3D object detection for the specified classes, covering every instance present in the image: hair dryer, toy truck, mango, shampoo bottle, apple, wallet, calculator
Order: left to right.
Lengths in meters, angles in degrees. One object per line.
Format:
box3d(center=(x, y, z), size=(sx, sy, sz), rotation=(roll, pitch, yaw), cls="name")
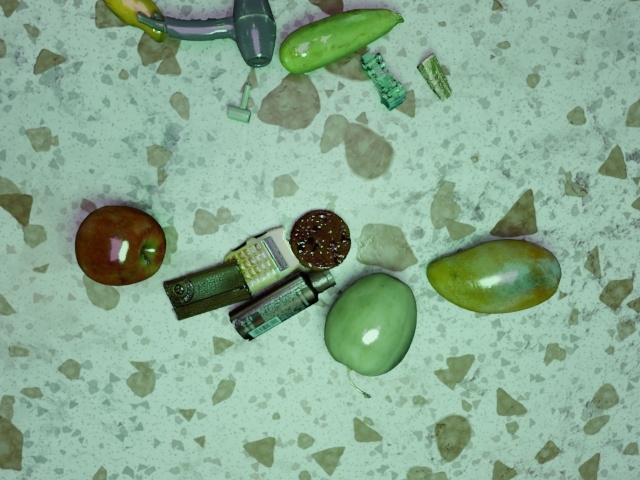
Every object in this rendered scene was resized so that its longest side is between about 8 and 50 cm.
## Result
box3d(center=(-0.556, 0.011, 1.124), size=(0.230, 0.230, 0.229), rotation=(0, 97, -4), cls="apple")
box3d(center=(-0.504, -0.629, 1.108), size=(0.190, 0.075, 0.098), rotation=(34, 116, -13), cls="mango")
box3d(center=(-0.306, -0.618, 1.089), size=(0.362, 0.121, 0.300), rotation=(-8, 90, -10), cls="hair dryer")
box3d(center=(-0.341, 0.152, 1.225), size=(0.243, 0.039, 0.132), rotation=(-17, 103, 7), cls="wallet")
box3d(center=(-0.225, -0.408, 1.176), size=(0.063, 0.038, 0.124), rotation=(13, 91, -5), cls="hair dryer")
box3d(center=(-0.182, 0.064, 1.240), size=(0.237, 0.033, 0.157), rotation=(-28, 99, 3), cls="calculator")
box3d(center=(-0.108, 0.180, 1.227), size=(0.323, 0.084, 0.129), rotation=(-31, 124, 1), cls="shampoo bottle")
box3d(center=(0.177, -0.462, 1.182), size=(0.067, 0.081, 0.175), rotation=(-33, 79, 0), cls="toy truck")
box3d(center=(0.515, 0.106, 1.211), size=(0.384, 0.199, 0.221), rotation=(0, 105, 9), cls="mango")

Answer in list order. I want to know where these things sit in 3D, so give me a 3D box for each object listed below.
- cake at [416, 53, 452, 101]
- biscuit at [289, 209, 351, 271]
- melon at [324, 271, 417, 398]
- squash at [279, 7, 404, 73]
box3d(center=(0.339, -0.481, 1.205), size=(0.051, 0.055, 0.140), rotation=(-38, 115, 0), cls="cake")
box3d(center=(0.000, 0.000, 1.208), size=(0.192, 0.049, 0.191), rotation=(1, 69, -2), cls="biscuit")
box3d(center=(0.146, 0.243, 1.174), size=(0.308, 0.272, 0.271), rotation=(-41, 98, -16), cls="melon")
box3d(center=(0.058, -0.572, 1.130), size=(0.371, 0.118, 0.118), rotation=(-23, 98, -1), cls="squash")
